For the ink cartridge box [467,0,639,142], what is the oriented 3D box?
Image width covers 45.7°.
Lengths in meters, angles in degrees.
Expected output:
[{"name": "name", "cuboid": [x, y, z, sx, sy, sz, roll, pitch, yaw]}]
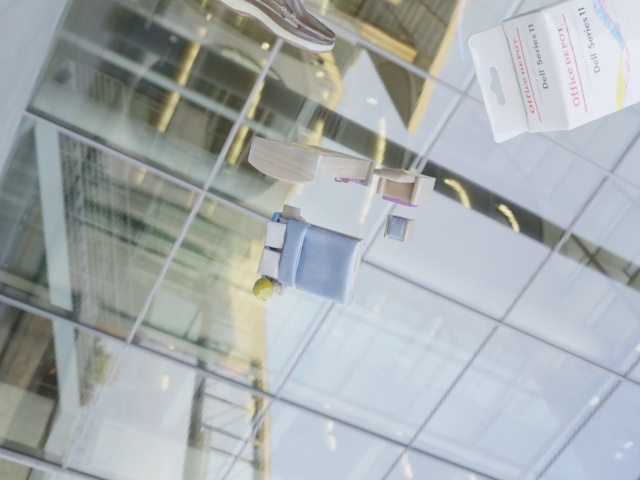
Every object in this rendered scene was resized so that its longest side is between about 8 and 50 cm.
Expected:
[{"name": "ink cartridge box", "cuboid": [0.446, -0.313, 1.297, 0.354, 0.207, 0.119, -23, -166, -17]}]

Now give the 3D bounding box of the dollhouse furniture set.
[{"name": "dollhouse furniture set", "cuboid": [0.000, 0.000, 1.317, 0.198, 0.286, 0.303, -5, 111, -58]}]

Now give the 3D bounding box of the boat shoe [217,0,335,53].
[{"name": "boat shoe", "cuboid": [-0.076, -0.446, 1.435, 0.095, 0.257, 0.095, -56, -160, 32]}]
